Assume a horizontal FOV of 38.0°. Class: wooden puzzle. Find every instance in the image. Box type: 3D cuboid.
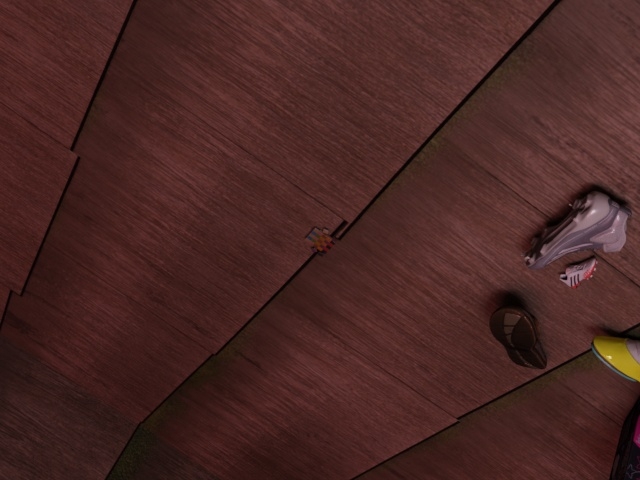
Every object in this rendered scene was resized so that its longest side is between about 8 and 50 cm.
[{"bbox_3d":[0.000,0.000,1.766,0.049,0.006,0.083,35,143,-7],"label":"wooden puzzle"}]

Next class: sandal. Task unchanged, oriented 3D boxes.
[{"bbox_3d":[0.367,0.167,1.678,0.090,0.060,0.219,9,153,35],"label":"sandal"}]

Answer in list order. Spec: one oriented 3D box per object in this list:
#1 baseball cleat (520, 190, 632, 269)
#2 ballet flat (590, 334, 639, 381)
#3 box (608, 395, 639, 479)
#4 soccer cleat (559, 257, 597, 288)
[{"bbox_3d":[0.403,0.004,1.447,0.110,0.072,0.206,26,147,-6],"label":"baseball cleat"},{"bbox_3d":[0.569,0.217,1.594,0.231,0.077,0.077,37,122,-13],"label":"ballet flat"},{"bbox_3d":[0.607,0.416,1.640,0.163,0.247,0.142,20,144,12],"label":"box"},{"bbox_3d":[0.423,0.051,1.523,0.036,0.029,0.083,26,148,-1],"label":"soccer cleat"}]
